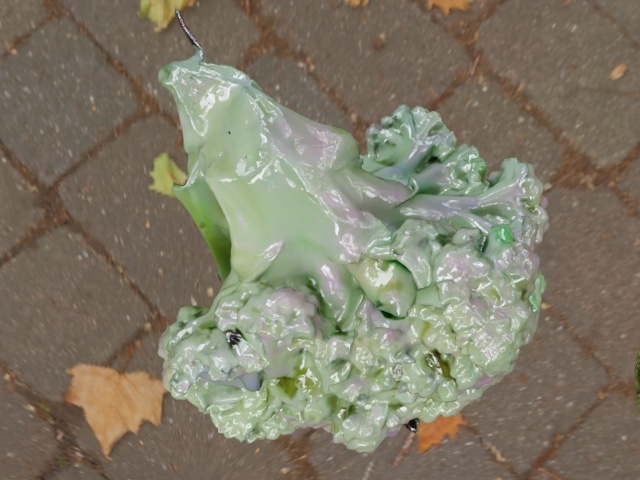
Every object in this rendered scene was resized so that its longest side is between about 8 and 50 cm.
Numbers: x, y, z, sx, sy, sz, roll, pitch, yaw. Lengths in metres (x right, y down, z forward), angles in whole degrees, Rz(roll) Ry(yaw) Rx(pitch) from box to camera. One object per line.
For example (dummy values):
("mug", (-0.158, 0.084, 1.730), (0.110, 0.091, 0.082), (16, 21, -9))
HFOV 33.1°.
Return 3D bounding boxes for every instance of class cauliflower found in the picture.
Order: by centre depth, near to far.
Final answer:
("cauliflower", (0.000, 0.000, 0.651), (0.256, 0.239, 0.315), (-29, 124, 15))

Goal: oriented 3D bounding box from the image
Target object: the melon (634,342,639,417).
("melon", (0.209, 0.051, 0.443), (0.162, 0.099, 0.099), (-11, 77, -8))
